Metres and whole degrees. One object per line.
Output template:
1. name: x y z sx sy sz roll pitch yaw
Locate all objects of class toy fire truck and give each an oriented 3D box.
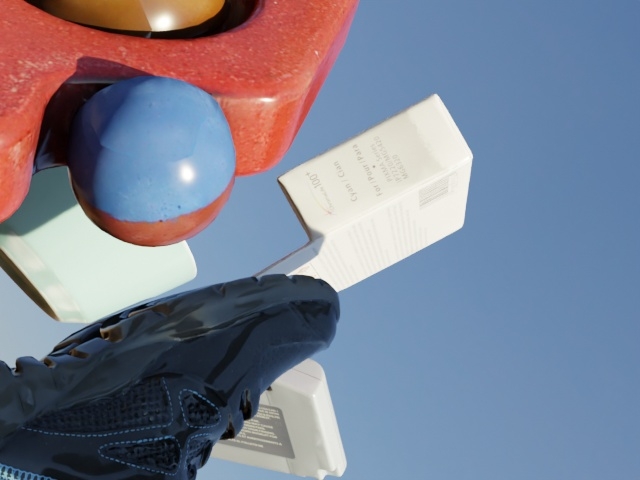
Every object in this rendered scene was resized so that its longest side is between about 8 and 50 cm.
1. toy fire truck: -0.129 -0.088 0.421 0.253 0.302 0.169 -106 -152 -45

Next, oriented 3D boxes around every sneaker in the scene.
1. sneaker: -0.114 0.114 0.745 0.125 0.341 0.139 -20 -90 50

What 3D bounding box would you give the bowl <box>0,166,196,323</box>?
1. bowl: -0.311 -0.018 1.482 0.311 0.163 0.311 42 -17 15

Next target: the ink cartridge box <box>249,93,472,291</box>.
1. ink cartridge box: 0.000 0.000 1.049 0.066 0.261 0.296 61 0 11

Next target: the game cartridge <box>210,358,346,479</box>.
1. game cartridge: -0.122 0.187 1.470 0.297 0.062 0.198 8 -48 21
